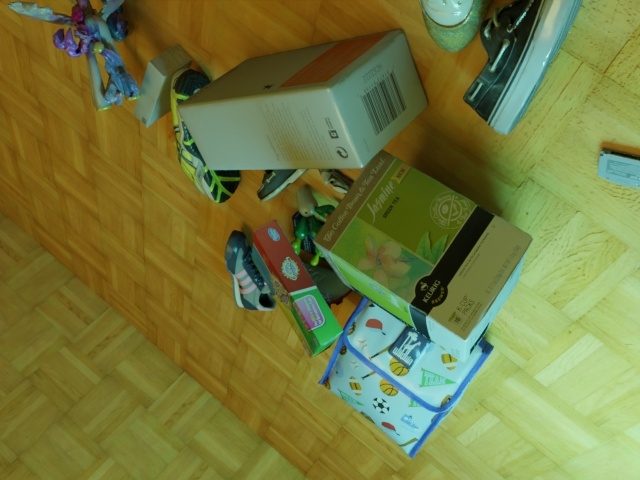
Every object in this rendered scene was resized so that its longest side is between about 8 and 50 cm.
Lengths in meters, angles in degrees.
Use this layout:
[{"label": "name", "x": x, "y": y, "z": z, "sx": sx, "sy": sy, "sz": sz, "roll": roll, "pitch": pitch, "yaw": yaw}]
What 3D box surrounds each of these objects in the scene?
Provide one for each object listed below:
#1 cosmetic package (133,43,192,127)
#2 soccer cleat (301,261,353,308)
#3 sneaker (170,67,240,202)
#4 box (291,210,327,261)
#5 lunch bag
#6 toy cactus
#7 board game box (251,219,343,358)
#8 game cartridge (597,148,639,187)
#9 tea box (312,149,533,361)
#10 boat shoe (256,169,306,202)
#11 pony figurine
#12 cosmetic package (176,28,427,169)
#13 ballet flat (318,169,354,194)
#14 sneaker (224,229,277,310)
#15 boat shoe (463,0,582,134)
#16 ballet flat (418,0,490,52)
[{"label": "cosmetic package", "x": -0.404, "y": -0.389, "z": 1.702, "sx": 0.060, "sy": 0.099, "sz": 0.239, "roll": 48, "pitch": 147, "yaw": 0}, {"label": "soccer cleat", "x": -0.044, "y": 0.112, "z": 1.840, "sx": 0.331, "sy": 0.116, "sz": 0.143, "roll": -10, "pitch": 119, "yaw": 53}, {"label": "sneaker", "x": -0.326, "y": -0.262, "z": 1.715, "sx": 0.147, "sy": 0.145, "sz": 0.385, "roll": 24, "pitch": 141, "yaw": 29}, {"label": "box", "x": 0.000, "y": 0.000, "z": 1.746, "sx": 0.162, "sy": 0.029, "sz": 0.116, "roll": 26, "pitch": 142, "yaw": 30}, {"label": "lunch bag", "x": 0.209, "y": 0.298, "z": 1.668, "sx": 0.327, "sy": 0.239, "sz": 0.386, "roll": 36, "pitch": 131, "yaw": 15}, {"label": "toy cactus", "x": -0.006, "y": -0.047, "z": 1.636, "sx": 0.219, "sy": 0.112, "sz": 0.181, "roll": -38, "pitch": 67, "yaw": 47}, {"label": "board game box", "x": -0.066, "y": 0.129, "z": 1.681, "sx": 0.317, "sy": 0.064, "sz": 0.242, "roll": 58, "pitch": 165, "yaw": 12}, {"label": "game cartridge", "x": 0.489, "y": -0.114, "z": 1.076, "sx": 0.083, "sy": 0.017, "sz": 0.056, "roll": 22, "pitch": 138, "yaw": 33}, {"label": "tea box", "x": 0.197, "y": 0.042, "z": 1.283, "sx": 0.323, "sy": 0.220, "sz": 0.329, "roll": 32, "pitch": 172, "yaw": 18}, {"label": "boat shoe", "x": -0.097, "y": -0.162, "z": 1.632, "sx": 0.069, "sy": 0.081, "sz": 0.227, "roll": 52, "pitch": 140, "yaw": -5}, {"label": "pony figurine", "x": -0.542, "y": -0.497, "z": 1.583, "sx": 0.351, "sy": 0.302, "sz": 0.364, "roll": -145, "pitch": 38, "yaw": -66}, {"label": "cosmetic package", "x": -0.048, "y": -0.264, "z": 1.318, "sx": 0.453, "sy": 0.230, "sz": 0.162, "roll": 5, "pitch": 130, "yaw": 45}, {"label": "ballet flat", "x": 0.031, "y": -0.139, "z": 1.544, "sx": 0.114, "sy": 0.041, "sz": 0.041, "roll": 34, "pitch": 146, "yaw": 18}, {"label": "sneaker", "x": -0.203, "y": 0.095, "z": 2.036, "sx": 0.131, "sy": 0.112, "sz": 0.319, "roll": 12, "pitch": 141, "yaw": 17}, {"label": "boat shoe", "x": 0.289, "y": -0.293, "z": 0.999, "sx": 0.119, "sy": 0.121, "sz": 0.335, "roll": 32, "pitch": 148, "yaw": 12}, {"label": "ballet flat", "x": 0.198, "y": -0.412, "z": 0.953, "sx": 0.123, "sy": 0.123, "sz": 0.349, "roll": 34, "pitch": 142, "yaw": 17}]
